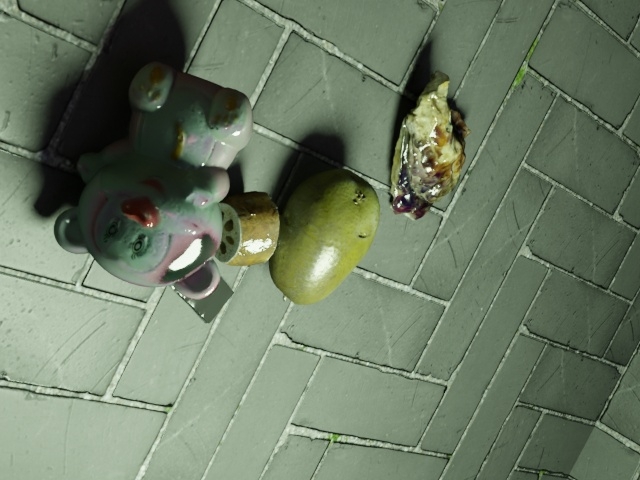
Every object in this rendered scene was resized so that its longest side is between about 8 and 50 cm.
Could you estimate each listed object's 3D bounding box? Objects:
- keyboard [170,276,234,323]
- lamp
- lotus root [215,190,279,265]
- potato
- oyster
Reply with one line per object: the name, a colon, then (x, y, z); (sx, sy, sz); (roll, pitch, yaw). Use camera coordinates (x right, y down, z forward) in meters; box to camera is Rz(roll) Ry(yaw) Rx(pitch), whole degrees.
keyboard: (-0.205, 0.064, 2.133); (0.074, 0.015, 0.196); (-54, 144, -14)
lamp: (-0.224, -0.082, 1.879); (0.247, 0.247, 0.301); (149, -39, -84)
lotus root: (-0.121, -0.017, 2.093); (0.081, 0.112, 0.122); (-9, 122, -38)
potato: (0.000, 0.000, 2.215); (0.174, 0.159, 0.251); (25, 103, -30)
oyster: (0.210, -0.161, 2.401); (0.271, 0.100, 0.275); (5, 106, -67)
